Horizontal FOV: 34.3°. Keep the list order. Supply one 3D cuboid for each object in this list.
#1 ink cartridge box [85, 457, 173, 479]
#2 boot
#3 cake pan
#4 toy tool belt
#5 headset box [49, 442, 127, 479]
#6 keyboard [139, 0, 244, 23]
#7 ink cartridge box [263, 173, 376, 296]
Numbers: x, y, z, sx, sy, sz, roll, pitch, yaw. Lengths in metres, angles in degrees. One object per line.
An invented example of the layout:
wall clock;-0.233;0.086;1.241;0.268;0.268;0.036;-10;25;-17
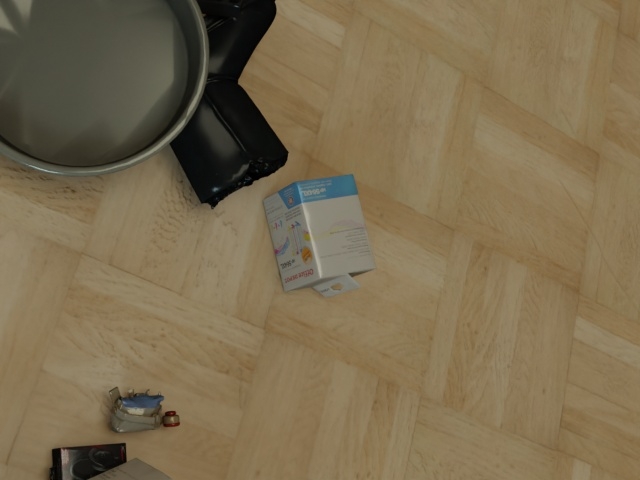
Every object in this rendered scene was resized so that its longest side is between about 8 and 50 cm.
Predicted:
ink cartridge box;-0.243;0.342;1.052;0.219;0.092;0.160;-20;107;-34
boot;-0.104;-0.179;1.297;0.246;0.094;0.207;-38;95;-27
cake pan;-0.275;-0.211;1.178;0.293;0.054;0.293;2;81;-13
toy tool belt;-0.198;0.188;1.169;0.083;0.052;0.051;-1;86;-33
headset box;-0.254;0.254;1.127;0.083;0.032;0.062;3;76;-33
keyboard;-0.180;-0.305;1.264;0.180;0.023;0.108;8;58;8
ink cartridge box;0.000;0.000;1.318;0.090;0.092;0.143;-9;81;-33
